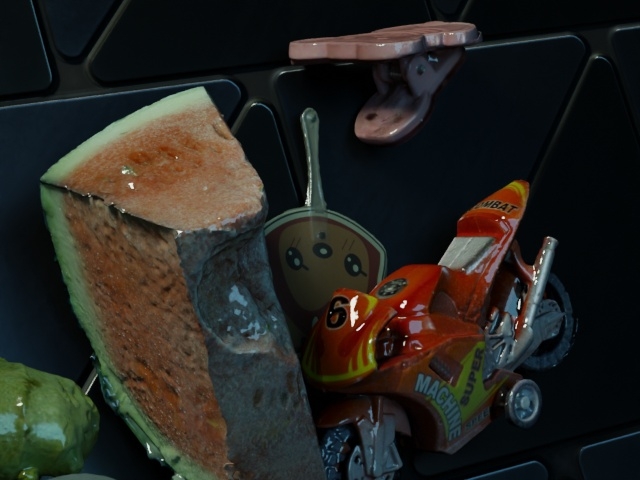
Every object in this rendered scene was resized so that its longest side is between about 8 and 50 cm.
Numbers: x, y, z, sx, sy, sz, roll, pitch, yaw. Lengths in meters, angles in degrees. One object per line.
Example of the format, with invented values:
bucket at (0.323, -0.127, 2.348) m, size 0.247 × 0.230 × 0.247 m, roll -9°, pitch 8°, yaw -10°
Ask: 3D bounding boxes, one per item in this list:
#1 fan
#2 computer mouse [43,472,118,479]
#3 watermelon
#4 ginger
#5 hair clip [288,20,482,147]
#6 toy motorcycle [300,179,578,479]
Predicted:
fan at (0.000, 0.000, 1.391) m, size 0.132 × 0.009 × 0.220 m, roll 5°, pitch 72°, yaw -37°
computer mouse at (-0.153, 0.339, 1.138) m, size 0.188 × 0.122 × 0.371 m, roll -2°, pitch 78°, yaw -37°
watermelon at (-0.090, 0.052, 1.218) m, size 0.148 × 0.226 × 0.318 m, roll -16°, pitch 82°, yaw -17°
ginger at (-0.279, 0.153, 1.147) m, size 0.137 × 0.089 × 0.290 m, roll 30°, pitch 39°, yaw 33°
hair clip at (0.061, -0.156, 1.430) m, size 0.138 × 0.123 × 0.102 m, roll -50°, pitch 128°, yaw -26°
toy motorcycle at (0.088, 0.083, 1.363) m, size 0.298 × 0.089 × 0.171 m, roll -36°, pitch 106°, yaw -34°
